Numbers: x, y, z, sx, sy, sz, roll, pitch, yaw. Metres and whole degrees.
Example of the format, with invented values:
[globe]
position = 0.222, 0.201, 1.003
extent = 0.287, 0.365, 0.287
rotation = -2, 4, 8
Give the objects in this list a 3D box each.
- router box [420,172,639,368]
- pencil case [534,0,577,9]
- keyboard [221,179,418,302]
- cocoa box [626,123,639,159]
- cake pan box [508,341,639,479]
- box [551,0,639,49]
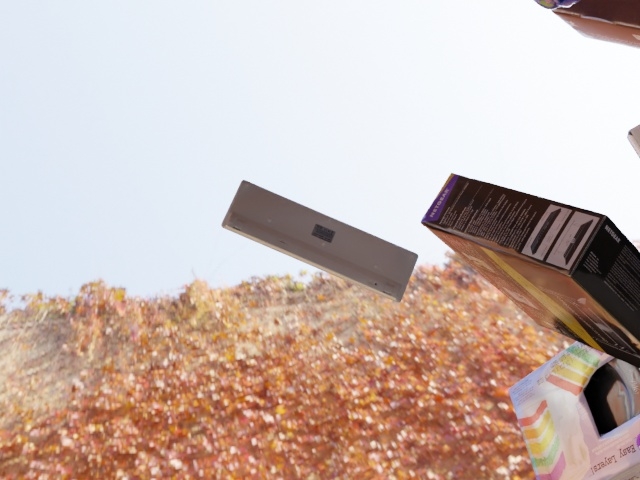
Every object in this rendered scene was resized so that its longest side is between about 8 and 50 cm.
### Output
[router box]
position = 0.305, 0.048, 1.018
extent = 0.309, 0.243, 0.081
rotation = 37, -97, -36
[pencil case]
position = 0.264, -0.438, 1.184
extent = 0.119, 0.306, 0.133
rotation = -13, -47, -44
[keyboard]
position = 0.000, 0.000, 1.084
extent = 0.256, 0.014, 0.072
rotation = 23, -110, 1
[cocoa box]
position = 0.520, -0.078, 0.772
extent = 0.347, 0.231, 0.228
rotation = -32, -25, 24
[cake pan box]
position = 0.462, 0.302, 1.405
extent = 0.070, 0.245, 0.267
rotation = 17, -45, -32
[box]
position = 0.549, -0.504, 1.311
extent = 0.143, 0.191, 0.381
rotation = 17, -80, -45
